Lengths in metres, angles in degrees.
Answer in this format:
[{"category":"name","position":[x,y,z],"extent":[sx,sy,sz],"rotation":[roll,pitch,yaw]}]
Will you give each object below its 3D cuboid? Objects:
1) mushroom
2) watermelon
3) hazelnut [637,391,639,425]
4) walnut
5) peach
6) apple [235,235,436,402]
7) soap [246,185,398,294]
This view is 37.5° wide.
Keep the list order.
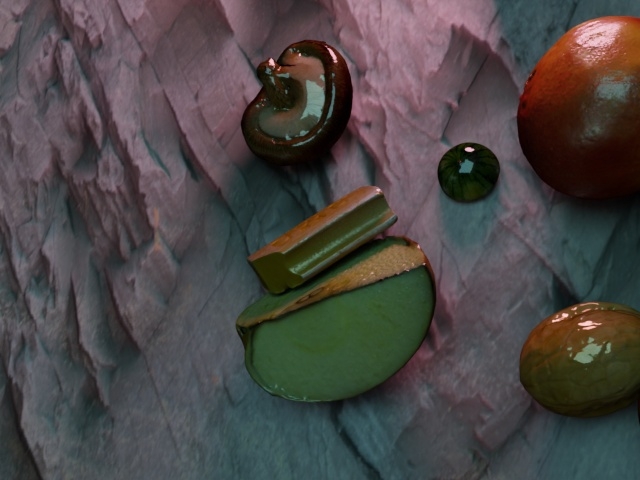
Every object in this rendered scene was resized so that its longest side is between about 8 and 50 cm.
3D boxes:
[{"category":"mushroom","position":[-0.031,-0.233,1.667],"extent":[0.194,0.138,0.231],"rotation":[42,98,15]},{"category":"watermelon","position":[0.239,-0.120,1.552],"extent":[0.105,0.062,0.105],"rotation":[-10,62,19]},{"category":"hazelnut","position":[0.532,0.235,1.230],"extent":[0.234,0.218,0.218],"rotation":[-13,59,-24]},{"category":"walnut","position":[0.381,0.167,1.328],"extent":[0.206,0.159,0.159],"rotation":[-17,64,12]},{"category":"peach","position":[0.428,-0.198,1.417],"extent":[0.281,0.238,0.281],"rotation":[4,104,15]},{"category":"apple","position":[0.036,0.112,1.459],"extent":[0.346,0.179,0.254],"rotation":[-24,64,21]},{"category":"soap","position":[0.000,0.000,1.523],"extent":[0.232,0.140,0.073],"rotation":[-32,97,-8]}]
